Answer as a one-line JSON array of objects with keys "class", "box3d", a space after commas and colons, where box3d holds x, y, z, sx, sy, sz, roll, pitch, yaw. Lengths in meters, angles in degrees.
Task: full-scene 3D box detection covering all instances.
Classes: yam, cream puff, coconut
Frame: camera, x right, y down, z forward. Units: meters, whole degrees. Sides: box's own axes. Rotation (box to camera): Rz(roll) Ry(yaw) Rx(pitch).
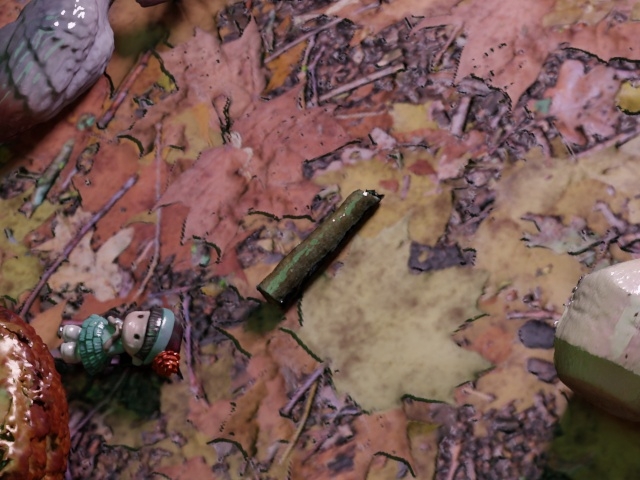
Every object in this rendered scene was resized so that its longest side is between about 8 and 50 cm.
[{"class": "yam", "box3d": [0.000, 0.000, 1.573, 0.033, 0.027, 0.129, 33, 74, 31]}, {"class": "cream puff", "box3d": [-0.306, 0.160, 1.501, 0.240, 0.164, 0.240, -2, 70, 6]}, {"class": "coconut", "box3d": [0.229, 0.064, 1.411, 0.110, 0.110, 0.124, 23, 76, 29]}]

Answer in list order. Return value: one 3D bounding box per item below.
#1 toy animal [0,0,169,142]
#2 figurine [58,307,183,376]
[{"class": "toy animal", "box3d": [-0.229, -0.189, 1.728, 0.324, 0.090, 0.195, -19, 56, 9]}, {"class": "figurine", "box3d": [-0.160, 0.085, 1.564, 0.106, 0.047, 0.060, -5, 50, 18]}]
